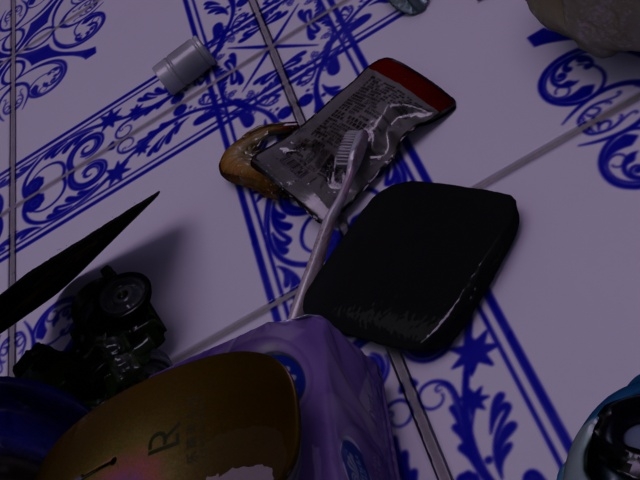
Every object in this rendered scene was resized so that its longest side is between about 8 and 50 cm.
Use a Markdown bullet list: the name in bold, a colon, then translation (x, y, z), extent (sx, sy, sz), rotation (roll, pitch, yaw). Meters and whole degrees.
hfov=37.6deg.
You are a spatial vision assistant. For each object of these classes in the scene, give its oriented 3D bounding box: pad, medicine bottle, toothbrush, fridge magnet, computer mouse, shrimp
- **pad**: translation (-0.293, 0.056, 1.118), extent (0.315, 0.063, 0.375), rotation (-42, 4, 25)
- **medicine bottle**: translation (-0.216, -0.278, 1.495), extent (0.089, 0.057, 0.057), rotation (-37, 42, 2)
- **toothbrush**: translation (0.000, 0.000, 1.097), extent (0.030, 0.025, 0.307), rotation (6, 65, 30)
- **fridge magnet**: translation (-0.324, 0.259, 0.946), extent (0.265, 0.265, 0.112), rotation (-33, 24, 6)
- **computer mouse**: translation (-0.150, 0.199, 0.785), extent (0.310, 0.072, 0.158), rotation (-29, 41, 22)
- **shrimp**: translation (-0.059, -0.110, 1.260), extent (0.178, 0.034, 0.124), rotation (21, 61, 46)

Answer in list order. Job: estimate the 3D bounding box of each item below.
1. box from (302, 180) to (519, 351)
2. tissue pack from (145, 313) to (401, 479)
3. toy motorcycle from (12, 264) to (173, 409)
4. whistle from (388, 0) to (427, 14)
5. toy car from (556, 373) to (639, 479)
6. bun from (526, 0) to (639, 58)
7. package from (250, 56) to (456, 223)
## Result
- **box**: translation (0.098, 0.023, 1.023), extent (0.201, 0.042, 0.212), rotation (12, 61, 41)
- **tissue pack**: translation (-0.054, 0.260, 0.828), extent (0.242, 0.160, 0.338), rotation (-27, 42, 18)
- **toy motorcycle**: translation (-0.290, 0.159, 1.111), extent (0.275, 0.127, 0.205), rotation (-38, 45, -4)
- **whistle**: translation (0.087, -0.433, 1.418), extent (0.062, 0.062, 0.312), rotation (-31, 42, 8)
- **toy car**: translation (0.299, 0.180, 0.646), extent (0.255, 0.188, 0.190), rotation (9, 33, 35)
- **bun**: translation (0.375, -0.341, 1.034), extent (0.360, 0.211, 0.359), rotation (-12, 45, 12)
- **package**: translation (0.042, -0.135, 1.188), extent (0.239, 0.030, 0.154), rotation (-42, 55, -9)
